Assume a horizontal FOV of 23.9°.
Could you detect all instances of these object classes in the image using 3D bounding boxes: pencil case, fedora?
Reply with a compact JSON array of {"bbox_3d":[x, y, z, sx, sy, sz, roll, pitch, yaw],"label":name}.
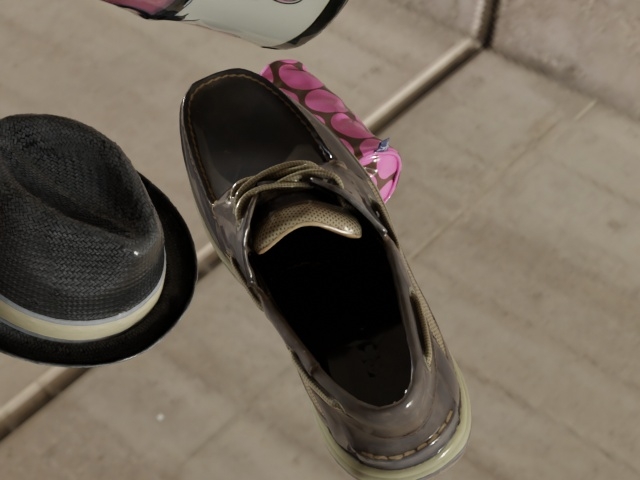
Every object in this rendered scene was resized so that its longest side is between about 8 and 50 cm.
[{"bbox_3d":[0.000,-0.122,1.685,0.209,0.098,0.095,44,-58,38],"label":"pencil case"},{"bbox_3d":[-0.284,-0.026,1.647,0.334,0.334,0.152,41,-36,12],"label":"fedora"}]

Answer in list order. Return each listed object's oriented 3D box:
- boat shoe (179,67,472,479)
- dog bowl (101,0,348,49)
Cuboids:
[{"bbox_3d":[0.000,0.000,1.058,0.355,0.132,0.130,57,-9,28],"label":"boat shoe"},{"bbox_3d":[-0.094,-0.342,1.082,0.408,0.150,0.408,16,-71,62],"label":"dog bowl"}]
